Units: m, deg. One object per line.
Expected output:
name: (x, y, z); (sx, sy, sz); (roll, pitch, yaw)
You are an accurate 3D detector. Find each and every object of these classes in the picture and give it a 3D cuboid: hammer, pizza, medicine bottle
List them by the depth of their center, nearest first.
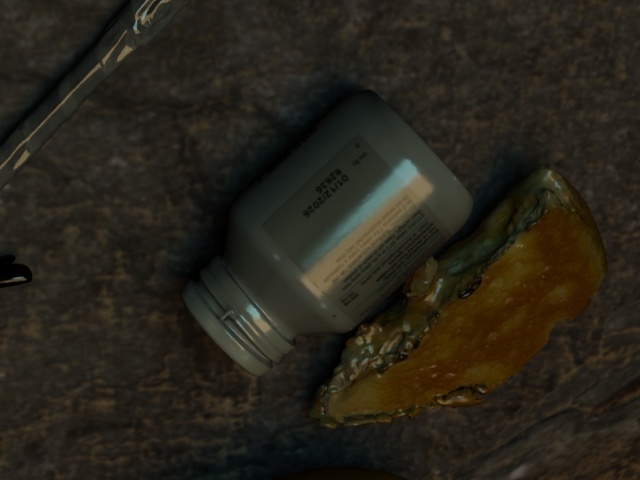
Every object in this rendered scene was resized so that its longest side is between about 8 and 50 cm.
hammer: (-0.156, -0.134, 1.071); (0.427, 0.044, 0.152); (-47, 128, 5)
medicine bottle: (0.000, 0.000, 1.168); (0.215, 0.135, 0.135); (-43, 128, 3)
pizza: (0.118, 0.067, 1.309); (0.297, 0.071, 0.189); (-44, 140, 8)

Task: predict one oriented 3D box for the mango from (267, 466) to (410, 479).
mango: (-0.065, 0.363, 1.299); (0.445, 0.232, 0.300); (-30, 132, 4)
